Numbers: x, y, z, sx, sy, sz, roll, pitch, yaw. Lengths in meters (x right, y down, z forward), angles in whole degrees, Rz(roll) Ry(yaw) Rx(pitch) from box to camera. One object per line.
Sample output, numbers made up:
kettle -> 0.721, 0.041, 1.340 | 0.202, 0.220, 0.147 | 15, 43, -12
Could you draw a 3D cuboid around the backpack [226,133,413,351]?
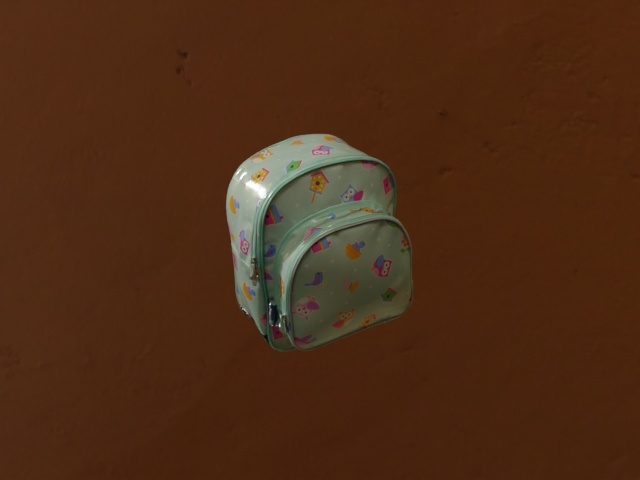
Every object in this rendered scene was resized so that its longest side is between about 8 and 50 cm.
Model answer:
backpack -> 0.000, 0.000, 0.886 | 0.166, 0.144, 0.188 | -18, -65, -20
